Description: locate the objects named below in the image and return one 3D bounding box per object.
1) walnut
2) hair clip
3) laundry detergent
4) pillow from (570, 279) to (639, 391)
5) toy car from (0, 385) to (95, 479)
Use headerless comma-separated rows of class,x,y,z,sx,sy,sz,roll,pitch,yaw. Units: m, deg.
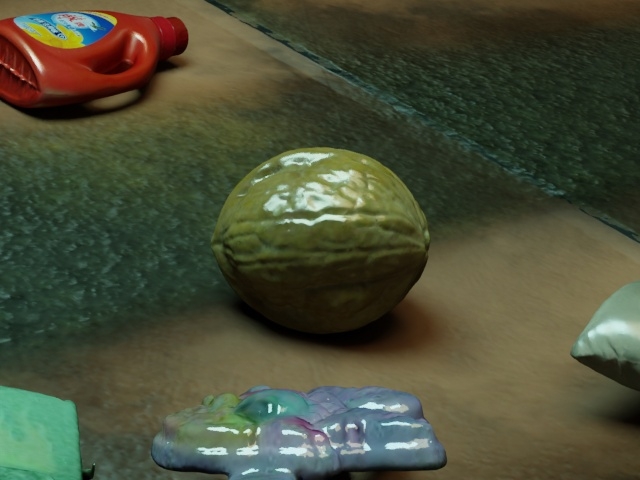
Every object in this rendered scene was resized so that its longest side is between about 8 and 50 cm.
walnut,0.000,0.000,1.115,0.124,0.105,0.105,-4,25,7
hair clip,-0.014,0.113,0.871,0.137,0.090,0.278,-6,21,15
laundry detergent,-0.155,-0.132,1.382,0.165,0.049,0.097,-16,43,-44
pillow,0.287,0.073,1.096,0.270,0.067,0.173,18,22,15
toy car,-0.151,0.146,0.760,0.141,0.097,0.321,6,26,-10
